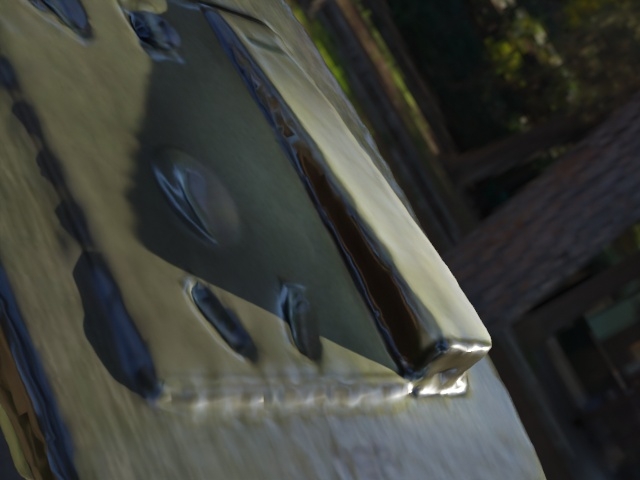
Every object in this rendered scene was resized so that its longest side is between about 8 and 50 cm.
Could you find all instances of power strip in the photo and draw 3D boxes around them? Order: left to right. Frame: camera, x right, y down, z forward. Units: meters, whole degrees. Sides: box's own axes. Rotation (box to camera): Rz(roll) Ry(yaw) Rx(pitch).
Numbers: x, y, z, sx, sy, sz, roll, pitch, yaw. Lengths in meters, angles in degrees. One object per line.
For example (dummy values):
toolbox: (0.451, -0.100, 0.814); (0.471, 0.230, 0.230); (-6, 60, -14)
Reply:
power strip: (-0.053, -0.004, 0.467); (0.251, 0.092, 0.257); (3, 51, -53)
